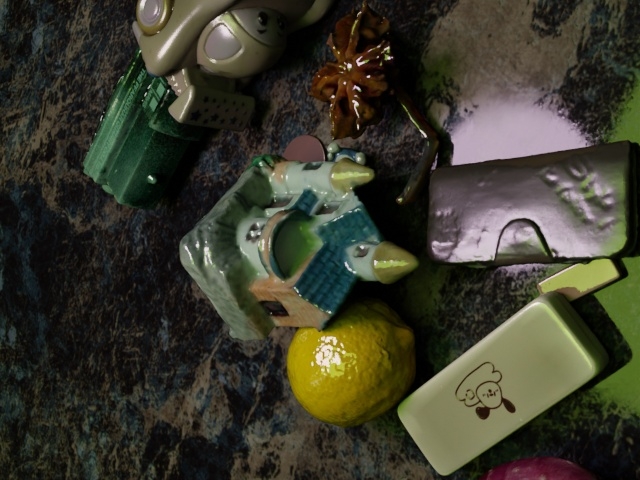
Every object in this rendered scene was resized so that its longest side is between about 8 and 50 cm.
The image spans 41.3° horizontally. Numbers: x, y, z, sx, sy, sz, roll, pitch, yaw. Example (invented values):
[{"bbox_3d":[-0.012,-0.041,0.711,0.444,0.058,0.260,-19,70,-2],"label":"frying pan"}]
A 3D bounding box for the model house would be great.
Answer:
[{"bbox_3d":[0.000,0.000,1.266,0.324,0.267,0.194,1,133,42],"label":"model house"}]

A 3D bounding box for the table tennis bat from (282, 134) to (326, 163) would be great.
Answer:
[{"bbox_3d":[-0.039,-0.109,1.489,0.095,0.014,0.158,28,105,31],"label":"table tennis bat"}]

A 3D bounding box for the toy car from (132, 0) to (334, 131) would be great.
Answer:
[{"bbox_3d":[-0.129,-0.366,1.412,0.336,0.242,0.226,-37,67,32],"label":"toy car"}]

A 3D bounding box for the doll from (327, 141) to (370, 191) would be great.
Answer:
[{"bbox_3d":[0.044,-0.114,1.406,0.076,0.050,0.083,20,101,17],"label":"doll"}]

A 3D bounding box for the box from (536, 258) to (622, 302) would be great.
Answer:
[{"bbox_3d":[0.361,0.055,1.188,0.115,0.025,0.048,-34,76,32],"label":"box"}]

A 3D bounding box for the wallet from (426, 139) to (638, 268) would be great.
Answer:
[{"bbox_3d":[0.292,-0.046,1.213,0.309,0.042,0.165,-4,74,36],"label":"wallet"}]

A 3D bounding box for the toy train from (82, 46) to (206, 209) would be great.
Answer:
[{"bbox_3d":[-0.323,-0.203,1.603,0.330,0.138,0.178,-58,46,22],"label":"toy train"}]

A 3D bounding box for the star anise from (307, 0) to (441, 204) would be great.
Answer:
[{"bbox_3d":[0.080,-0.219,1.329,0.237,0.148,0.347,-38,70,54],"label":"star anise"}]

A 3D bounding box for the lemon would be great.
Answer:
[{"bbox_3d":[0.047,0.187,1.318,0.231,0.192,0.192,-33,72,28],"label":"lemon"}]

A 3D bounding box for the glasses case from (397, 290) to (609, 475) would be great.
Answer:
[{"bbox_3d":[0.255,0.210,1.225,0.313,0.070,0.131,-45,72,32],"label":"glasses case"}]

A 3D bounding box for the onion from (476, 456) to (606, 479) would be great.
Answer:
[{"bbox_3d":[0.282,0.409,1.131,0.230,0.272,0.256,25,69,39],"label":"onion"}]
